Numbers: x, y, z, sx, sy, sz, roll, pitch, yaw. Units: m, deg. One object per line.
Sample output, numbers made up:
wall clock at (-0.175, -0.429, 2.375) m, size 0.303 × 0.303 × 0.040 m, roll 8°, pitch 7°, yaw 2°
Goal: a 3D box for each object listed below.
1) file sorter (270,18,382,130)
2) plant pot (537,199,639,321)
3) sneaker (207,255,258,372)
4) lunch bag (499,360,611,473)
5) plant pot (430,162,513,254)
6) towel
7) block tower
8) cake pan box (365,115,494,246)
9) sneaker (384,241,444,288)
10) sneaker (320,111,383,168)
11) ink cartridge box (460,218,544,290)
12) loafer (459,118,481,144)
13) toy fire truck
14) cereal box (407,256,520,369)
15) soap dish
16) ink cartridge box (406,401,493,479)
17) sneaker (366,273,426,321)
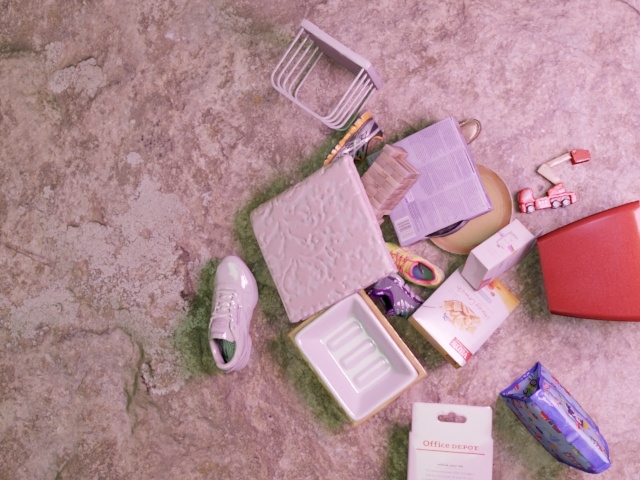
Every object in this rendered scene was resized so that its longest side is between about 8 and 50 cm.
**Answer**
file sorter at (0.014, -0.392, 1.875) m, size 0.192 × 0.277 × 0.173 m, roll 36°, pitch 98°, yaw 7°
plant pot at (0.649, 0.061, 1.791) m, size 0.235 × 0.267 × 0.267 m, roll -10°, pitch 87°, yaw 21°
sneaker at (-0.228, 0.190, 1.952) m, size 0.114 × 0.152 × 0.305 m, roll -3°, pitch 87°, yaw 10°
lunch bag at (0.551, 0.424, 1.762) m, size 0.138 × 0.293 × 0.221 m, roll -42°, pitch 84°, yaw 5°
plant pot at (0.369, -0.082, 1.935) m, size 0.236 × 0.032 × 0.237 m, roll 0°, pitch 88°, yaw 9°
towel at (0.000, 0.000, 1.871) m, size 0.331 × 0.053 × 0.317 m, roll -29°, pitch 78°, yaw 29°
block tower at (0.112, -0.078, 1.886) m, size 0.097 × 0.091 × 0.335 m, roll 45°, pitch 112°, yaw 21°
cake pan box at (0.272, -0.140, 1.889) m, size 0.245 × 0.070 × 0.267 m, roll -26°, pitch 78°, yaw 26°
sneaker at (0.217, 0.059, 1.921) m, size 0.208 × 0.094 × 0.082 m, roll 21°, pitch 93°, yaw 10°
sneaker at (0.076, -0.229, 1.959) m, size 0.083 × 0.084 × 0.215 m, roll 40°, pitch 99°, yaw -8°
ink cartridge box at (0.445, 0.026, 1.855) m, size 0.198 × 0.115 × 0.067 m, roll -31°, pitch 66°, yaw -22°
loafer at (0.347, -0.257, 1.933) m, size 0.148 × 0.050 × 0.056 m, roll -37°, pitch 86°, yaw 7°
toy fire truck at (0.582, -0.147, 1.898) m, size 0.191 × 0.047 × 0.135 m, roll -10°, pitch 87°, yaw 9°
cereal box at (0.354, 0.174, 1.872) m, size 0.173 × 0.047 × 0.240 m, roll 45°, pitch 67°, yaw 6°
soap dish at (0.092, 0.286, 1.920) m, size 0.229 × 0.118 × 0.291 m, roll -38°, pitch 83°, yaw 5°
ink cartridge box at (0.318, 0.571, 1.879) m, size 0.207 × 0.119 × 0.354 m, roll 3°, pitch 90°, yaw 9°
sneaker at (0.214, 0.179, 1.903) m, size 0.223 × 0.083 × 0.098 m, roll 41°, pitch 58°, yaw 3°
